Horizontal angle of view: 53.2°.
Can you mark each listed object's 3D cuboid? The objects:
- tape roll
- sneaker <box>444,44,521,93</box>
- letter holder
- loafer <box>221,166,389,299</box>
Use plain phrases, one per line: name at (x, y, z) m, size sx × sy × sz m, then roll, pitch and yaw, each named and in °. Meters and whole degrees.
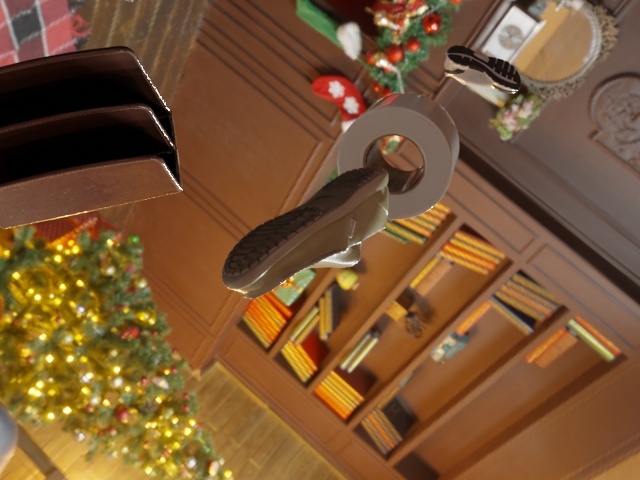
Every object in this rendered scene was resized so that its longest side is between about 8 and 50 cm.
tape roll at (0.173, -0.187, 1.392) m, size 0.246 × 0.246 × 0.169 m, roll -54°, pitch 180°, yaw 29°
sneaker at (0.218, -0.226, 0.864) m, size 0.040 × 0.109 × 0.044 m, roll -61°, pitch 173°, yaw -23°
letter holder at (-0.390, -0.151, 0.960) m, size 0.301 × 0.152 × 0.214 m, roll -12°, pitch 160°, yaw 1°
loafer at (0.000, 0.000, 0.781) m, size 0.268 × 0.092 × 0.102 m, roll -35°, pitch -157°, yaw -31°
